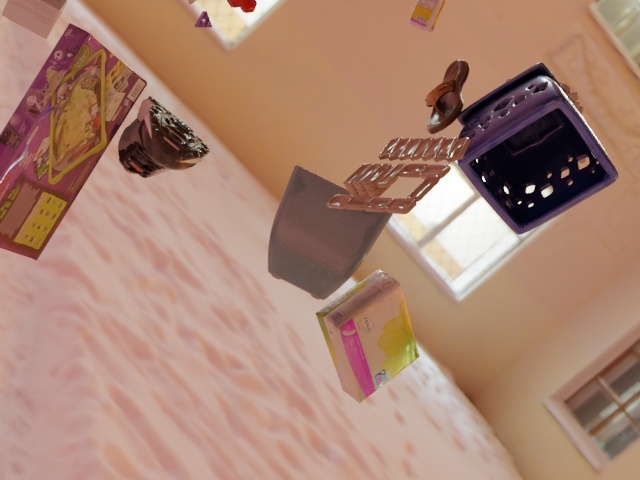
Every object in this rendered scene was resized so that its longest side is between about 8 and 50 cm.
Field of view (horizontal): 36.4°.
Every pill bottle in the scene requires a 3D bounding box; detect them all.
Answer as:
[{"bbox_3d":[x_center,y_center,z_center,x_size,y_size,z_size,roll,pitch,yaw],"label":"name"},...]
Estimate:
[{"bbox_3d":[0.181,-0.387,1.600,0.043,0.083,0.043,23,15,-6],"label":"pill bottle"}]

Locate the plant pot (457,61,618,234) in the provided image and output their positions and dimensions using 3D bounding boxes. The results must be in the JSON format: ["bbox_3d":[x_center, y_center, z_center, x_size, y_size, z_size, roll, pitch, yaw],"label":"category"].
[{"bbox_3d":[0.409,-0.193,1.898,0.236,0.236,0.212,45,27,-29],"label":"plant pot"}]

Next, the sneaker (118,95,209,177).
[{"bbox_3d":[-0.230,-0.127,1.360,0.100,0.108,0.271,40,0,-18],"label":"sneaker"}]

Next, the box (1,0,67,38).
[{"bbox_3d":[-0.565,-0.484,1.952,0.102,0.087,0.101,27,46,-17],"label":"box"}]

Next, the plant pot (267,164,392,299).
[{"bbox_3d":[0.000,0.000,2.278,0.248,0.252,0.247,27,-2,2],"label":"plant pot"}]

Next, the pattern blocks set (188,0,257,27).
[{"bbox_3d":[-0.273,-0.647,2.218,0.026,0.285,0.325,27,-45,44],"label":"pattern blocks set"}]

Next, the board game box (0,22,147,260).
[{"bbox_3d":[-0.414,-0.142,1.501,0.056,0.347,0.208,31,-3,14],"label":"board game box"}]

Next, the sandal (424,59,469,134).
[{"bbox_3d":[0.249,-0.298,1.966,0.060,0.090,0.219,36,53,-20],"label":"sandal"}]

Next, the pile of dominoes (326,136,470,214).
[{"bbox_3d":[0.138,-0.102,1.633,0.251,0.196,0.040,9,-42,58],"label":"pile of dominoes"}]

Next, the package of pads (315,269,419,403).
[{"bbox_3d":[0.133,0.247,2.539,0.101,0.229,0.296,32,-31,46],"label":"package of pads"}]

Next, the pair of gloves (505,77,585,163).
[{"bbox_3d":[0.574,-0.308,2.459,0.204,0.042,0.240,14,-39,34],"label":"pair of gloves"}]
